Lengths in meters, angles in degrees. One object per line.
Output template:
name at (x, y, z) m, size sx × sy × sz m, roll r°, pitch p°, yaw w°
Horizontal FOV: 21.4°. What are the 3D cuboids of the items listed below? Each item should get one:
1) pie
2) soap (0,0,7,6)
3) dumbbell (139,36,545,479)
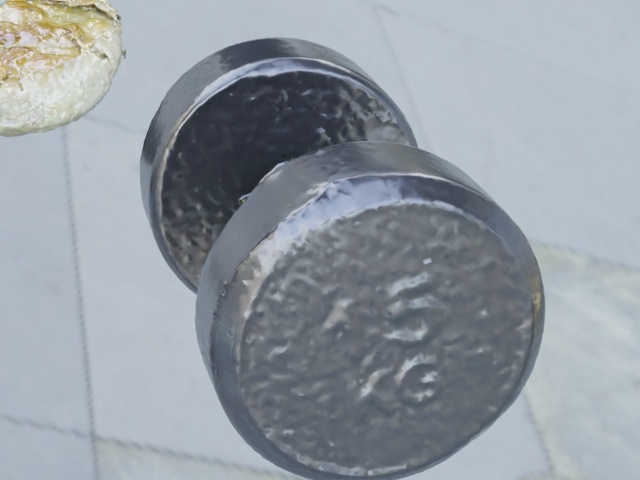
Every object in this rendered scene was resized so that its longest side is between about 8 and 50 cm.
pie at (-0.321, -0.186, 1.629) m, size 0.274 × 0.055 × 0.274 m, roll 2°, pitch 42°, yaw -2°
soap at (-0.208, -0.151, 0.922) m, size 0.063 × 0.198 × 0.114 m, roll 42°, pitch 35°, yaw -27°
dumbbell at (0.000, 0.000, 1.118) m, size 0.204 × 0.203 × 0.322 m, roll 17°, pitch 16°, yaw -21°
